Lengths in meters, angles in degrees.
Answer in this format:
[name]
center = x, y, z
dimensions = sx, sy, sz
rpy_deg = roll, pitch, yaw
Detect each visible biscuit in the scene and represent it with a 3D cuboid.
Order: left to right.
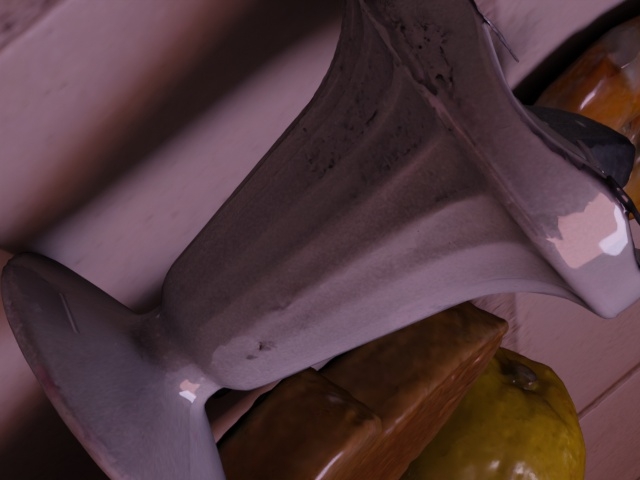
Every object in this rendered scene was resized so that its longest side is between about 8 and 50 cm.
[biscuit]
center = -0.039, 0.139, 0.921
dimensions = 0.344, 0.057, 0.287
rpy_deg = -45, 168, -19

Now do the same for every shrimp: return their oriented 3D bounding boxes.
[shrimp]
center = 0.189, -0.068, 1.079
dimensions = 0.164, 0.062, 0.317
rpy_deg = -51, 158, 23

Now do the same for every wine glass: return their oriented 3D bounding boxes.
[wine glass]
center = 0.000, 0.000, 0.686
dimensions = 0.196, 0.165, 0.165
rpy_deg = -35, 164, 6

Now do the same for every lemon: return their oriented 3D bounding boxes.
[lemon]
center = 0.061, 0.149, 1.179
dimensions = 0.207, 0.170, 0.170
rpy_deg = -43, 164, 14

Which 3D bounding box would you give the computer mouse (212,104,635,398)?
[computer mouse]
center = 0.031, -0.007, 0.882
dimensions = 0.229, 0.068, 0.113
rpy_deg = -27, 178, -4
